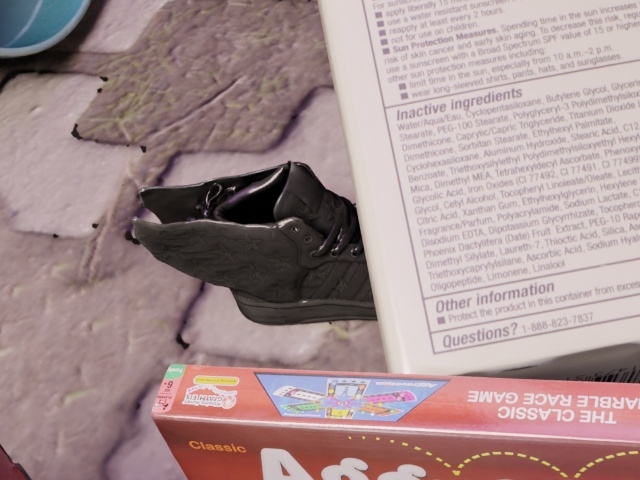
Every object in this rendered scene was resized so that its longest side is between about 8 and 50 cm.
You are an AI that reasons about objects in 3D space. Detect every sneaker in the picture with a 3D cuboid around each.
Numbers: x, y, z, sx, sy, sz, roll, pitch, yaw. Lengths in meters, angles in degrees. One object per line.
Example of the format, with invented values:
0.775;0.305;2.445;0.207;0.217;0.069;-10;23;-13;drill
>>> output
0.000;-0.002;0.623;0.170;0.089;0.051;-8;45;12;sneaker

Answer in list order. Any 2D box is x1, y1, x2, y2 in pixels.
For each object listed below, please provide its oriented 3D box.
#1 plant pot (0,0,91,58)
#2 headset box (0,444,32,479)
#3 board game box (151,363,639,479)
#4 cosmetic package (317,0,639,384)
-0.334;-0.228;0.861;0.255;0.272;0.272;-11;42;30;plant pot
-0.177;0.183;0.410;0.110;0.218;0.293;5;50;24;headset box
0.092;0.101;0.447;0.281;0.145;0.027;0;46;20;board game box
0.082;-0.081;0.564;0.160;0.113;0.310;-9;68;1;cosmetic package
